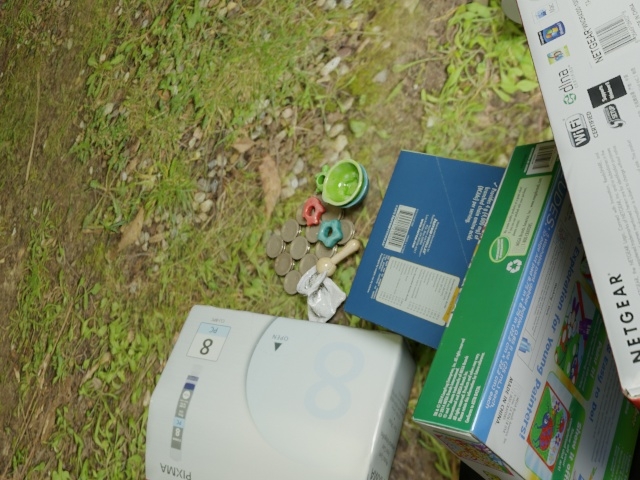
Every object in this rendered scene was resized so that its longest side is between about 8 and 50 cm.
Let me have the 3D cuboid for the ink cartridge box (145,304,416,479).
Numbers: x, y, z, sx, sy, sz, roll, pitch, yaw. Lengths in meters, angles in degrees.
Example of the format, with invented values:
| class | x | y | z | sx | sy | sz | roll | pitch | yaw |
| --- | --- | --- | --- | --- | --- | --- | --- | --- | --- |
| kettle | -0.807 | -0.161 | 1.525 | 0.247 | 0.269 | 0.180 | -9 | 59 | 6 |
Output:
| class | x | y | z | sx | sy | sz | roll | pitch | yaw |
| --- | --- | --- | --- | --- | --- | --- | --- | --- | --- |
| ink cartridge box | -0.084 | 0.273 | 0.724 | 0.308 | 0.091 | 0.384 | 5 | 57 | 27 |

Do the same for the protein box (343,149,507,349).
| class | x | y | z | sx | sy | sz | roll | pitch | yaw |
| --- | --- | --- | --- | --- | --- | --- | --- | --- | --- |
| protein box | 0.169 | 0.027 | 0.681 | 0.201 | 0.136 | 0.199 | 18 | 87 | 42 |

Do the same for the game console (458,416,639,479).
| class | x | y | z | sx | sy | sz | roll | pitch | yaw |
| --- | --- | --- | --- | --- | --- | --- | --- | --- | --- |
| game console | 0.254 | 0.314 | 0.495 | 0.342 | 0.060 | 0.386 | -12 | 49 | 36 |

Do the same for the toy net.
| class | x | y | z | sx | sy | sz | roll | pitch | yaw |
| --- | --- | --- | --- | --- | --- | --- | --- | --- | --- |
| toy net | 0.000 | 0.000 | 0.874 | 0.122 | 0.045 | 0.232 | 11 | 83 | 41 |

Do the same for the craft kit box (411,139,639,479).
| class | x | y | z | sx | sy | sz | roll | pitch | yaw |
| --- | --- | --- | --- | --- | --- | --- | --- | --- | --- |
| craft kit box | 0.200 | 0.090 | 0.511 | 0.061 | 0.247 | 0.249 | -5 | 50 | 49 |

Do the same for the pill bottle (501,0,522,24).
| class | x | y | z | sx | sy | sz | roll | pitch | yaw |
| --- | --- | --- | --- | --- | --- | --- | --- | --- | --- |
| pill bottle | 0.275 | -0.377 | 0.736 | 0.124 | 0.124 | 0.221 | 3 | 77 | 40 |

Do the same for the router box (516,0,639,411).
| class | x | y | z | sx | sy | sz | roll | pitch | yaw |
| --- | --- | --- | --- | --- | --- | --- | --- | --- | --- |
| router box | 0.266 | -0.007 | 0.457 | 0.082 | 0.301 | 0.335 | -24 | 48 | 31 |

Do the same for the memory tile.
| class | x | y | z | sx | sy | sz | roll | pitch | yaw |
| --- | --- | --- | --- | --- | --- | --- | --- | --- | --- |
| memory tile | -0.018 | -0.001 | 0.929 | 0.148 | 0.012 | 0.113 | -46 | 52 | 19 |
